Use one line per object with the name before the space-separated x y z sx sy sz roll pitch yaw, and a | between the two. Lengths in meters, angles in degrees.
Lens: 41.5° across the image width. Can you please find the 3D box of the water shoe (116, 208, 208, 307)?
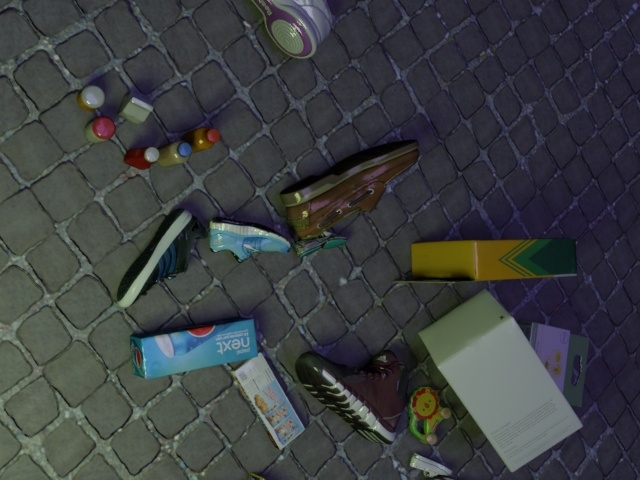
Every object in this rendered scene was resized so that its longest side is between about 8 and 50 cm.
water shoe | -0.265 0.041 1.444 0.080 0.073 0.203 42 70 -25

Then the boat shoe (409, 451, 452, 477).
boat shoe | 0.226 0.470 1.742 0.100 0.035 0.035 28 83 -24

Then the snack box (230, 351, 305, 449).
snack box | -0.096 0.297 1.563 0.064 0.022 0.178 -35 106 -27

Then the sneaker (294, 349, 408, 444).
sneaker | 0.074 0.258 1.630 0.281 0.106 0.162 48 61 -32

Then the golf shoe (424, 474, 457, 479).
golf shoe | 0.307 0.548 1.739 0.272 0.120 0.105 10 85 -28

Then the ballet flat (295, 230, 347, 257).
ballet flat | 0.000 0.000 1.622 0.114 0.041 0.041 -16 97 -31

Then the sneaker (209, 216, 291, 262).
sneaker | -0.132 0.006 1.541 0.162 0.063 0.073 11 100 -25

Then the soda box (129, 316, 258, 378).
soda box | -0.219 0.184 1.469 0.210 0.067 0.071 -7 92 -31

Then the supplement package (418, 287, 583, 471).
supplement package | 0.360 0.279 1.713 0.177 0.175 0.293 -34 108 3

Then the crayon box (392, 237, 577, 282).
crayon box | 0.332 0.039 1.717 0.323 0.203 0.083 -2 89 -31

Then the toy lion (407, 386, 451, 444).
toy lion | 0.215 0.356 1.742 0.096 0.034 0.100 39 71 -16

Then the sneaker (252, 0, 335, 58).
sneaker | -0.081 -0.491 1.563 0.152 0.114 0.305 -50 117 -36

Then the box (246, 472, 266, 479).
box | -0.074 0.499 1.552 0.169 0.054 0.059 43 68 -21

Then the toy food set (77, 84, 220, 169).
toy food set | -0.292 -0.185 1.415 0.232 0.104 0.111 26 76 -27

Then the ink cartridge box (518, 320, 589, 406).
ink cartridge box | 0.538 0.285 1.919 0.235 0.056 0.171 14 81 -27

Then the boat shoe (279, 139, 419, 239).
boat shoe | 0.067 -0.102 1.631 0.307 0.110 0.104 -26 105 -19
